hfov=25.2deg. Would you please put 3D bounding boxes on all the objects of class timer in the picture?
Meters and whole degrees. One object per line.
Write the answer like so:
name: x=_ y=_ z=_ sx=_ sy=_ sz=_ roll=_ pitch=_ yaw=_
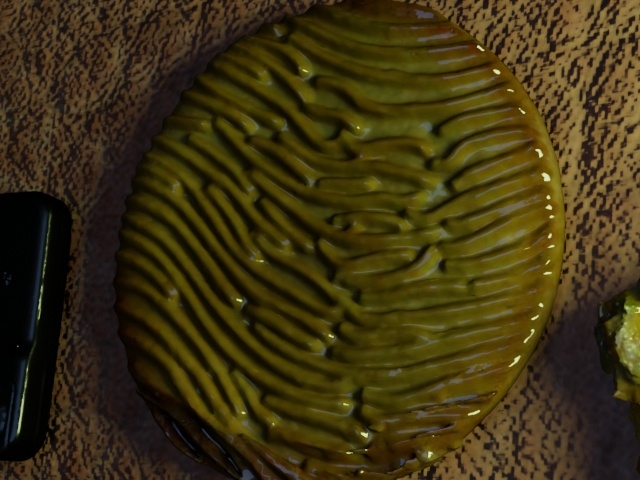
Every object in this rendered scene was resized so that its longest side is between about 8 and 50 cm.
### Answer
timer: x=-0.251 y=0.059 z=1.009 sx=0.144 sy=0.055 sz=0.187 roll=-3 pitch=75 yaw=30

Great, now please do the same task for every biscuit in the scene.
biscuit: x=0.000 y=0.000 z=0.888 sx=0.318 sy=0.040 sz=0.318 roll=-8 pitch=73 yaw=28

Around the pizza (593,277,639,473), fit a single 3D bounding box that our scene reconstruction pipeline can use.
pizza: x=0.222 y=0.065 z=0.728 sx=0.197 sy=0.058 sz=0.292 roll=29 pitch=92 yaw=34
